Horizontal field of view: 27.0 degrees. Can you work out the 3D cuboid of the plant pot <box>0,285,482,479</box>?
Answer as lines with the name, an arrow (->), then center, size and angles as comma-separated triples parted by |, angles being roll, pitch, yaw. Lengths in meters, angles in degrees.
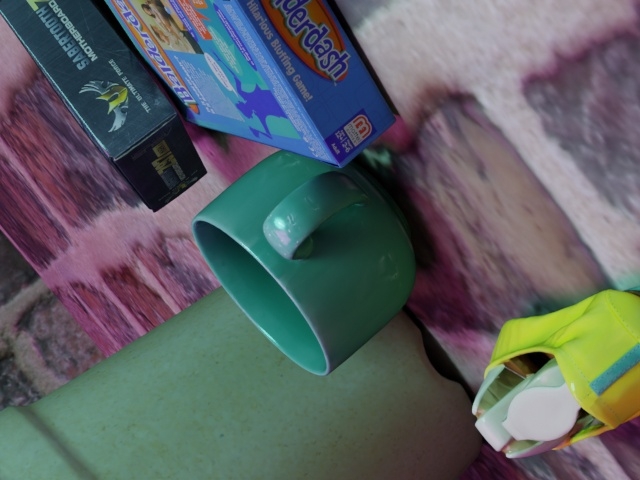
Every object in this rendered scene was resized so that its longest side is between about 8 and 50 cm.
plant pot -> -0.061, 0.175, 0.995 | 0.334, 0.305, 0.334 | 44, 163, 18

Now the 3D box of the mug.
mug -> 0.003, 0.006, 0.821 | 0.129, 0.097, 0.158 | 56, 162, -20

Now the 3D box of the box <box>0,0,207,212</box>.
box -> -0.178, -0.139, 0.954 | 0.232, 0.059, 0.183 | 53, 176, 8

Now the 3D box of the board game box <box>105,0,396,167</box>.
board game box -> -0.062, -0.131, 0.770 | 0.210, 0.047, 0.160 | 22, 149, 58

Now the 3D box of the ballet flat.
ballet flat -> 0.121, 0.079, 0.707 | 0.077, 0.077, 0.231 | 47, 164, 4
